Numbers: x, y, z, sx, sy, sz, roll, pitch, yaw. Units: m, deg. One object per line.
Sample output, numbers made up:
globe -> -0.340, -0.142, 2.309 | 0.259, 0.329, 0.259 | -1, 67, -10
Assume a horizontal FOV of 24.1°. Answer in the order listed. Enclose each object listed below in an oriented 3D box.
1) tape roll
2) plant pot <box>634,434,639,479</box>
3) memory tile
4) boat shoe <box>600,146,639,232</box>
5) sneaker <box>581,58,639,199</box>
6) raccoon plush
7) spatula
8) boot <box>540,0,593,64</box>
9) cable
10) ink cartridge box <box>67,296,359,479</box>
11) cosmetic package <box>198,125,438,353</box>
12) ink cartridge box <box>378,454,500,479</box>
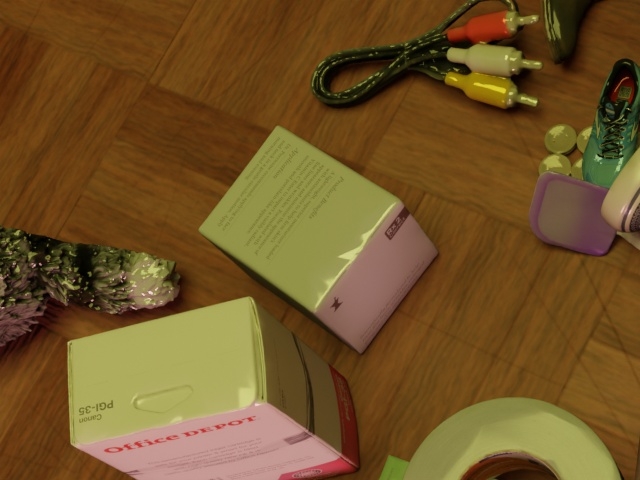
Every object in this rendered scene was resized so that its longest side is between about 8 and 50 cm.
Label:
tape roll -> 0.187, 0.265, 1.434 | 0.219, 0.072, 0.219 | -8, 65, 16
plant pot -> 0.409, 0.209, 1.339 | 0.323, 0.323, 0.280 | 23, 95, 27
memory tile -> 0.311, -0.073, 1.638 | 0.148, 0.012, 0.113 | 5, 70, 22
boat shoe -> 0.455, -0.086, 1.503 | 0.340, 0.127, 0.158 | -37, 63, -10
sneaker -> 0.312, -0.122, 1.608 | 0.063, 0.073, 0.162 | 6, 73, 23
raccoon plush -> -0.413, 0.126, 1.733 | 0.447, 0.216, 0.299 | 6, 79, 23
spatula -> 0.357, 0.012, 1.559 | 0.296, 0.030, 0.084 | 24, 120, 22
boot -> 0.310, -0.302, 1.696 | 0.106, 0.082, 0.219 | -2, 66, 23
cable -> 0.120, -0.220, 1.729 | 0.287, 0.072, 0.139 | 1, 89, 19
ink cartridge box -> -0.103, 0.173, 1.535 | 0.207, 0.283, 0.117 | -14, 64, 15
cosmetic package -> 0.000, 0.000, 1.645 | 0.184, 0.151, 0.151 | 35, 84, 30
ink cartridge box -> 0.135, 0.289, 1.521 | 0.209, 0.062, 0.109 | 15, 74, 26
